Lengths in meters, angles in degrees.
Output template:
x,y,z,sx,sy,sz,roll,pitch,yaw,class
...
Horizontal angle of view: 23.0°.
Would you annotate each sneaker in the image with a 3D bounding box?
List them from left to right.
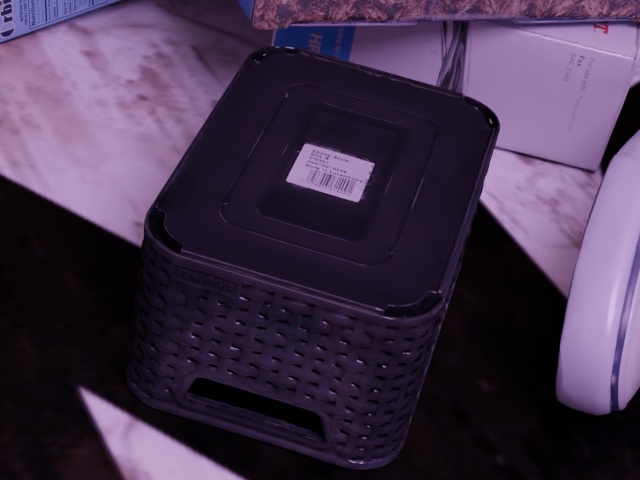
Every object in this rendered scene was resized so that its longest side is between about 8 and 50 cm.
x,y,z,sx,sy,sz,roll,pitch,yaw,class
0.185,-0.011,0.725,0.091,0.094,0.258,17,45,23,sneaker

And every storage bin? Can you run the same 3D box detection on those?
x,y,z,sx,sy,sz,roll,pitch,yaw,class
0.000,0.000,0.687,0.122,0.084,0.180,17,35,6,storage bin

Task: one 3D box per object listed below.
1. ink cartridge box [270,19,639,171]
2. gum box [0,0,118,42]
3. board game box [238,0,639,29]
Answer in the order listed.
x,y,z,sx,sy,sz,roll,pitch,yaw,class
0.078,-0.126,0.883,0.190,0.082,0.139,15,36,2,ink cartridge box
-0.154,-0.193,0.922,0.184,0.041,0.157,-26,50,-31,gum box
0.040,-0.248,0.845,0.232,0.141,0.291,-4,39,-21,board game box
